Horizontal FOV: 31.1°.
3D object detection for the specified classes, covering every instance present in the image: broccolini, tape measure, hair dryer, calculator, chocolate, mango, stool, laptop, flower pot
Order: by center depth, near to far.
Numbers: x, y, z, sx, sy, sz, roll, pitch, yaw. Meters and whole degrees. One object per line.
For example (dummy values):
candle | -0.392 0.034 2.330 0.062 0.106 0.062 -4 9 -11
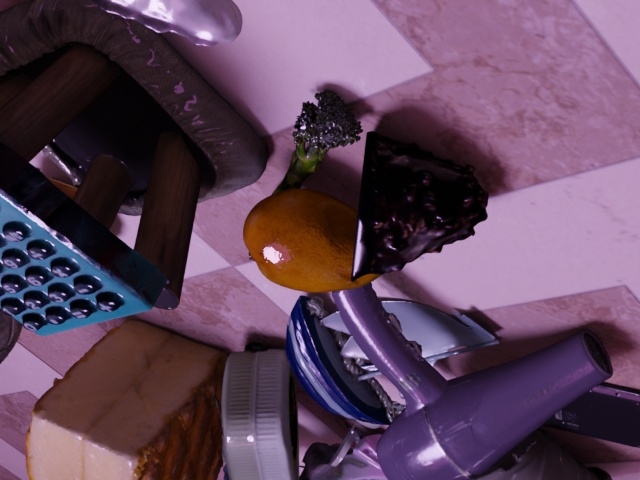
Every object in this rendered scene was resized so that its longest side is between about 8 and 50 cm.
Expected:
calculator | -0.311 0.005 1.137 0.248 0.058 0.274 -14 132 46
chocolate | 0.102 -0.033 1.155 0.133 0.156 0.156 4 145 3
broccolini | -0.021 -0.081 1.225 0.067 0.058 0.216 28 149 -8
stool | -0.266 -0.079 1.246 0.310 0.226 0.310 -13 133 44
mango | -0.005 0.005 1.258 0.165 0.089 0.115 24 112 -20
hair dryer | 0.124 0.110 1.334 0.301 0.121 0.361 -35 101 26
laptop | 0.325 0.209 1.442 0.180 0.016 0.129 10 145 23
flower pot | 0.264 0.337 1.511 0.235 0.235 0.140 -25 100 52
tape measure | -0.089 0.271 1.640 0.115 0.207 0.235 -5 133 1

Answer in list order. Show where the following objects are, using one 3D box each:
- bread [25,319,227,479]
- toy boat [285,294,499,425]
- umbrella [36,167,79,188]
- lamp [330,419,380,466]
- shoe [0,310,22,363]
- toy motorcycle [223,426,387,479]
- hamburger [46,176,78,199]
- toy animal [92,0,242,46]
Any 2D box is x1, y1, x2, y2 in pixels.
bread | -0.281 0.300 1.702 0.207 0.279 0.279 19 129 17
toy boat | 0.091 0.159 1.471 0.292 0.070 0.210 2 128 23
umbrella | -0.324 -0.067 1.503 0.122 0.013 0.022 21 126 10
lamp | 0.055 0.265 1.575 0.056 0.198 0.050 34 107 2
shoe | -0.604 0.057 1.784 0.211 0.132 0.342 10 141 31
toy motorcycle | -0.001 0.354 1.764 0.327 0.188 0.143 19 161 40
hamburger | -0.338 -0.010 1.505 0.137 0.087 0.166 18 156 -3
toy animal | -0.131 -0.305 0.856 0.174 0.249 0.289 1 113 -19
